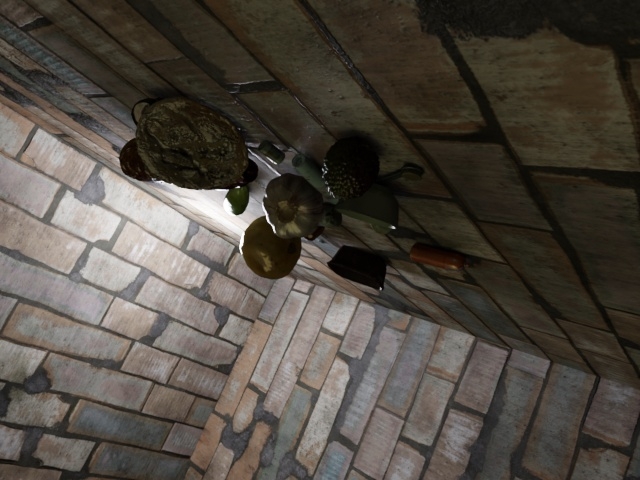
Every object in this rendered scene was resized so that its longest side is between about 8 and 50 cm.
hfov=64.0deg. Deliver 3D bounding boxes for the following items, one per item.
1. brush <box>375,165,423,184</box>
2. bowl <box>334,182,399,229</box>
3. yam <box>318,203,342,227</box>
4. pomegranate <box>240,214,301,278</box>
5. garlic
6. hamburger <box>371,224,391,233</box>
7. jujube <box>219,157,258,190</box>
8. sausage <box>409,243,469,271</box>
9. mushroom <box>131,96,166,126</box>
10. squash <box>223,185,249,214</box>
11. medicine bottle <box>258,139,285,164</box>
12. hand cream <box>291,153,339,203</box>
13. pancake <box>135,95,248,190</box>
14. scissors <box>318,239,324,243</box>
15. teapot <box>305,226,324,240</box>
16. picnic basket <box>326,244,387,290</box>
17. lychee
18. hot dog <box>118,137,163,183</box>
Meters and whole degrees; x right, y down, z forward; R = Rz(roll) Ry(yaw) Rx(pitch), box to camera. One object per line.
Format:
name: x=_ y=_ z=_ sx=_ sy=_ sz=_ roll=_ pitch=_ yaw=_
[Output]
brush: x=0.208 y=-0.178 z=1.475 sx=0.062 sy=0.027 sz=0.266 roll=19 pitch=171 yaw=-19
bowl: x=0.154 y=-0.116 z=1.591 sx=0.211 sy=0.112 sz=0.211 roll=16 pitch=178 yaw=1
yam: x=-0.021 y=-0.108 z=2.078 sx=0.259 sy=0.093 sz=0.093 roll=11 pitch=162 yaw=46
pomegranate: x=-0.260 y=0.034 z=2.639 sx=0.332 sy=0.333 sz=0.332 roll=24 pitch=168 yaw=5
garlic: x=-0.091 y=-0.140 z=1.916 sx=0.244 sy=0.245 sz=0.253 roll=24 pitch=-156 yaw=7
hamburger: x=0.212 y=-0.066 z=1.807 sx=0.054 sy=0.084 sz=0.121 roll=17 pitch=164 yaw=39
jujube: x=-0.337 y=-0.258 z=1.907 sx=0.236 sy=0.168 sz=0.168 roll=11 pitch=162 yaw=36
sausage: x=0.453 y=0.068 z=1.933 sx=0.234 sy=0.071 sz=0.071 roll=16 pitch=165 yaw=39
mushroom: x=-0.543 y=-0.419 z=1.744 sx=0.188 sy=0.141 sz=0.117 roll=26 pitch=-158 yaw=-28
squash: x=-0.384 y=-0.194 z=2.380 sx=0.118 sy=0.119 sz=0.370 roll=27 pitch=164 yaw=-11
medicine bottle: x=-0.161 y=-0.290 z=1.686 sx=0.083 sy=0.047 sz=0.047 roll=34 pitch=165 yaw=-34
hand cream: x=0.007 y=-0.198 z=1.748 sx=0.085 sy=0.058 sz=0.331 roll=-3 pitch=160 yaw=28
pancake: x=-0.429 y=-0.315 z=1.721 sx=0.386 sy=0.082 sz=0.387 roll=3 pitch=138 yaw=3
scissors: x=0.000 y=0.000 z=2.690 sx=0.036 sy=0.006 sz=0.083 roll=23 pitch=168 yaw=16
teapot: x=-0.045 y=-0.068 z=2.294 sx=0.116 sy=0.116 sz=0.173 roll=26 pitch=141 yaw=-5
picnic basket: x=0.191 y=0.126 z=2.556 sx=0.296 sy=0.129 sz=0.222 roll=17 pitch=164 yaw=29
lychee: x=0.077 y=-0.188 z=1.373 sx=0.171 sy=0.171 sz=0.171 roll=24 pitch=168 yaw=5
hot dog: x=-0.696 y=-0.340 z=2.263 sx=0.387 sy=0.175 sz=0.267 roll=10 pitch=165 yaw=22
